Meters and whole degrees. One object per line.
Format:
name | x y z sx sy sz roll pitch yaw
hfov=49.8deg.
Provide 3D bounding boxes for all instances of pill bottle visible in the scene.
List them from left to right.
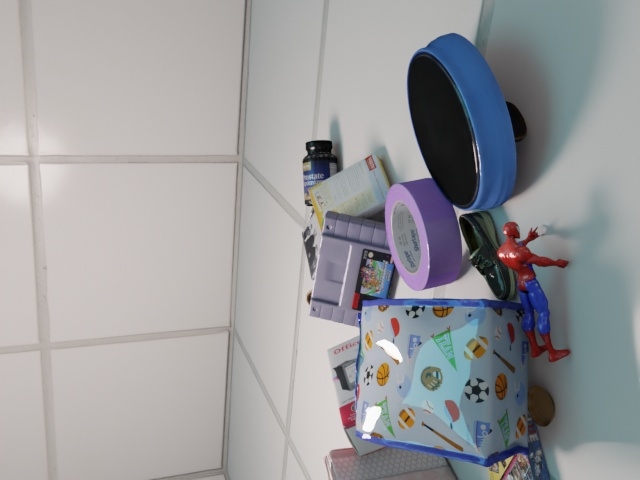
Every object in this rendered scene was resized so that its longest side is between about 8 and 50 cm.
pill bottle | 0.000 -0.231 2.383 0.123 0.123 0.219 171 96 -69

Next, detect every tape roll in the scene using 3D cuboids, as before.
tape roll | 0.253 -0.015 1.730 0.275 0.090 0.274 169 90 -77

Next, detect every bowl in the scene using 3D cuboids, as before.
bowl | 0.293 -0.247 1.501 0.391 0.077 0.391 161 90 -82

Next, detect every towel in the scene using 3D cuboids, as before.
towel | 0.200 0.634 1.687 0.317 0.332 0.053 -113 28 -44

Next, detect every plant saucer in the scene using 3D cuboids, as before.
plant saucer | 0.456 0.339 1.418 0.083 0.015 0.083 177 90 -69

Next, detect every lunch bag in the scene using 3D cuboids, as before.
lunch bag | 0.241 0.284 1.485 0.385 0.239 0.327 -6 78 41

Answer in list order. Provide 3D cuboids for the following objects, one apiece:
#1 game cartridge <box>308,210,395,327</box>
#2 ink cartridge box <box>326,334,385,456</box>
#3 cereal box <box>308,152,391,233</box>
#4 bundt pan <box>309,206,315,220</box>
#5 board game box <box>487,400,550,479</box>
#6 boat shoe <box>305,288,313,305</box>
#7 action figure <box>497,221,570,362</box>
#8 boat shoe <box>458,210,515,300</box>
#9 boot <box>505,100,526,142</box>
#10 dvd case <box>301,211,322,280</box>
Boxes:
game cartridge | 0.099 0.098 2.039 0.068 0.230 0.355 -59 -19 -59
ink cartridge box | 0.154 0.379 1.806 0.306 0.226 0.131 -107 -10 -58
cereal box | 0.093 -0.133 2.053 0.047 0.240 0.173 39 -150 -54
bundt pan | 0.071 0.006 2.227 0.331 0.124 0.330 176 90 -69
board game box | 0.420 0.482 1.491 0.165 0.042 0.243 134 130 -62
boat shoe | 0.048 0.211 2.331 0.341 0.110 0.121 172 95 -69
action figure | 0.437 0.080 1.357 0.091 0.139 0.280 1 116 66
boat shoe | 0.364 0.035 1.537 0.080 0.073 0.223 120 142 -55
boot | 0.376 -0.250 1.506 0.106 0.082 0.219 77 167 -44
dvd case | 0.000 0.000 2.200 0.238 0.030 0.179 126 137 -57
